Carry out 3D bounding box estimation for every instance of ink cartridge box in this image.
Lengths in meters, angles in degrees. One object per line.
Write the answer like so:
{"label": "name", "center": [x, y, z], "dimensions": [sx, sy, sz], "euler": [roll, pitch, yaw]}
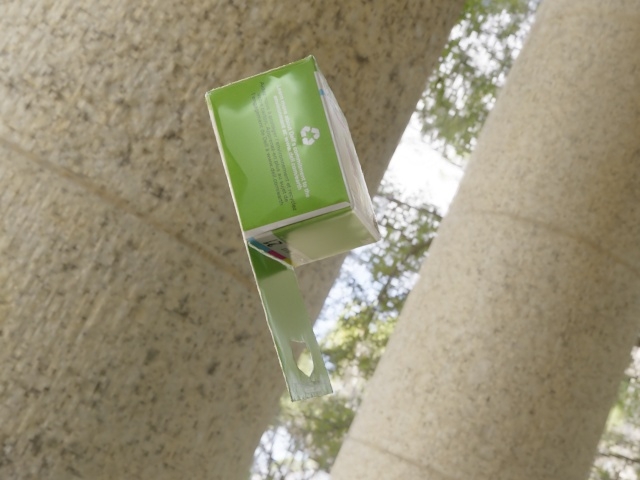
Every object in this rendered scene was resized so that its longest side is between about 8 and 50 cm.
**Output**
{"label": "ink cartridge box", "center": [0.000, 0.000, 0.744], "dimensions": [0.097, 0.255, 0.189], "euler": [-18, -11, 7]}
